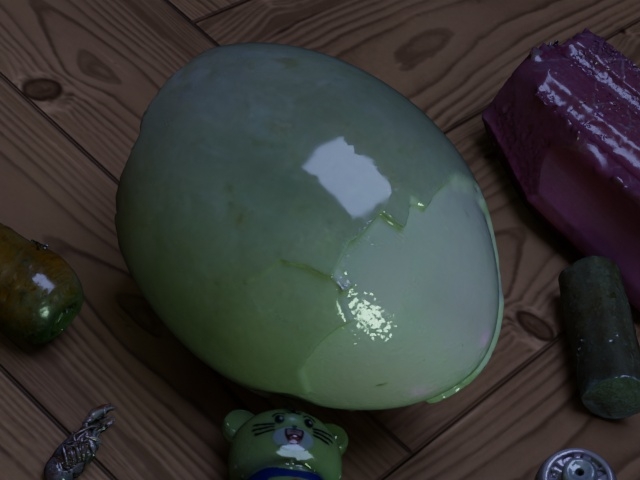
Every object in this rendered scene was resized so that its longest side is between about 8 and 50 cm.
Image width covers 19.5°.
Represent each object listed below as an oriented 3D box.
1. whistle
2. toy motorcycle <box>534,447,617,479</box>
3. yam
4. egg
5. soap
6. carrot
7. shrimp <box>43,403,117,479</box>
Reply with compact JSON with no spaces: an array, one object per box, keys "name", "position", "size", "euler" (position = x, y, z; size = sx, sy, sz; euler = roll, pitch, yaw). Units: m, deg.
[{"name":"whistle","position":[-0.029,0.214,1.449],"size":[0.105,0.085,0.227],"euler":[10,42,-9]},{"name":"toy motorcycle","position":[0.240,0.286,1.535],"size":[0.112,0.112,0.254],"euler":[-4,50,-33]},{"name":"yam","position":[0.267,0.092,1.770],"size":[0.068,0.068,0.169],"euler":[14,39,-17]},{"name":"egg","position":[0.000,0.000,1.540],"size":[0.336,0.278,0.278],"euler":[34,39,14]},{"name":"soap","position":[0.322,-0.065,1.925],"size":[0.325,0.127,0.220],"euler":[43,42,15]},{"name":"carrot","position":[-0.325,-0.016,1.539],"size":[0.298,0.078,0.078],"euler":[32,39,11]},{"name":"shrimp","position":[-0.184,0.155,1.456],"size":[0.029,0.038,0.092],"euler":[31,39,1]}]
